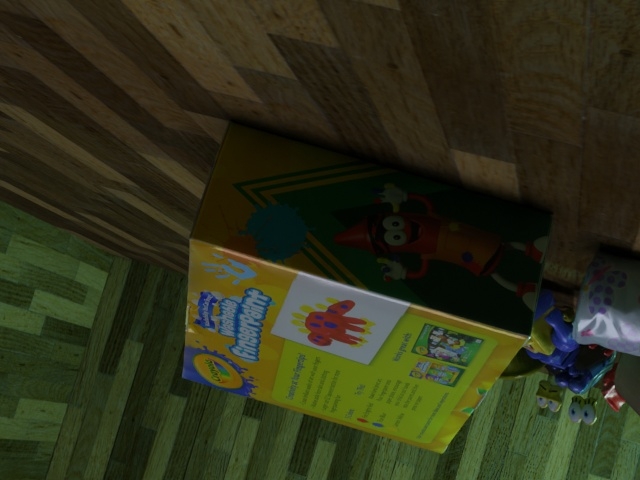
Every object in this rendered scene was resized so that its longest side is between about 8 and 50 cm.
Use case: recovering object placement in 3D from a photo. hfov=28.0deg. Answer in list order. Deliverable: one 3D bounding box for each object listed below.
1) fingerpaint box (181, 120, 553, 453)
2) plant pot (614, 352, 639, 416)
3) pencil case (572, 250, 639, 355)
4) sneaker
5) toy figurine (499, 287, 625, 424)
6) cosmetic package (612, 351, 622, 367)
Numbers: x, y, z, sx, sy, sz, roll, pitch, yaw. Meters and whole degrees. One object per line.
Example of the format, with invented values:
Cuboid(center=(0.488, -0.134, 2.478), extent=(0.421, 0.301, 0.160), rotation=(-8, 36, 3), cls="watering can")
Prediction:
Cuboid(center=(0.033, 0.074, 1.539), extent=(0.371, 0.163, 0.445), rotation=(16, 154, 1), cls="fingerpaint box")
Cuboid(center=(0.506, 0.189, 1.630), extent=(0.229, 0.263, 0.263), rotation=(31, -178, 30), cls="plant pot")
Cuboid(center=(0.427, 0.095, 1.465), extent=(0.273, 0.113, 0.124), rotation=(15, 153, 19), cls="pencil case")
Cuboid(center=(0.465, 0.195, 2.337), extent=(0.139, 0.125, 0.341), rotation=(43, -176, 16), cls="sneaker")
Cuboid(center=(0.339, 0.113, 1.964), extent=(0.217, 0.191, 0.362), rotation=(51, 169, -18), cls="toy figurine")
Cuboid(center=(0.501, 0.189, 2.051), extent=(0.060, 0.115, 0.041), rotation=(14, 172, 13), cls="cosmetic package")
